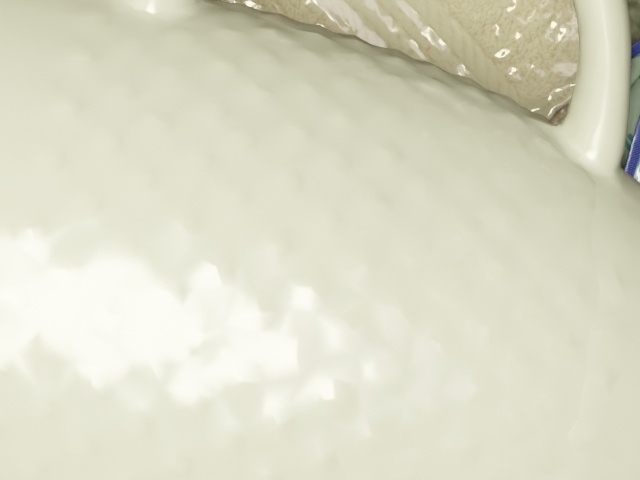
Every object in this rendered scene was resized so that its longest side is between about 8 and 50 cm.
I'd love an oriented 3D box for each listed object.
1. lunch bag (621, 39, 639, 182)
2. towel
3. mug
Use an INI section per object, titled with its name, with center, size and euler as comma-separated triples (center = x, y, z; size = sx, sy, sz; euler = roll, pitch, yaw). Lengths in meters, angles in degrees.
[lunch bag]
center = 0.203, -0.019, 0.896
size = 0.129, 0.096, 0.151
euler = 14, 80, -11
[towel]
center = 0.007, -0.128, 0.854
size = 0.187, 0.049, 0.282
euler = -44, 99, 11
[mug]
center = 0.000, 0.000, 0.726
size = 0.328, 0.276, 0.374
euler = 13, 109, -1
